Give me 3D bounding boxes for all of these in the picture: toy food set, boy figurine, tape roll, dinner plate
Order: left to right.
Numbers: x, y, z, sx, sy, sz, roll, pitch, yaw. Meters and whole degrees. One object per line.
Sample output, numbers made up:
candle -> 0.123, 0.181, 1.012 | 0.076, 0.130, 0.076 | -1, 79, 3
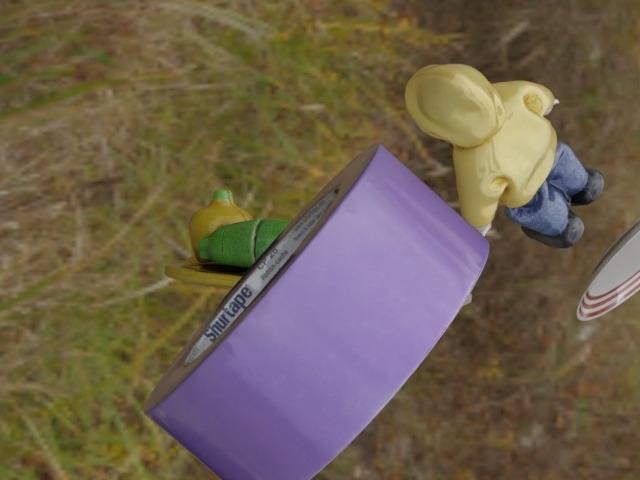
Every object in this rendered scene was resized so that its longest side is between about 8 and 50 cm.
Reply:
tape roll -> -0.003, 0.044, 0.812 | 0.080, 0.189, 0.189 | 41, 52, -5
toy food set -> 0.000, 0.000, 1.044 | 0.128, 0.217, 0.071 | -4, 99, -68
boy figurine -> 0.186, -0.087, 1.594 | 0.285, 0.092, 0.177 | 33, 78, -44
dinner plate -> 0.245, 0.008, 1.181 | 0.141, 0.017, 0.141 | -35, 156, -18
